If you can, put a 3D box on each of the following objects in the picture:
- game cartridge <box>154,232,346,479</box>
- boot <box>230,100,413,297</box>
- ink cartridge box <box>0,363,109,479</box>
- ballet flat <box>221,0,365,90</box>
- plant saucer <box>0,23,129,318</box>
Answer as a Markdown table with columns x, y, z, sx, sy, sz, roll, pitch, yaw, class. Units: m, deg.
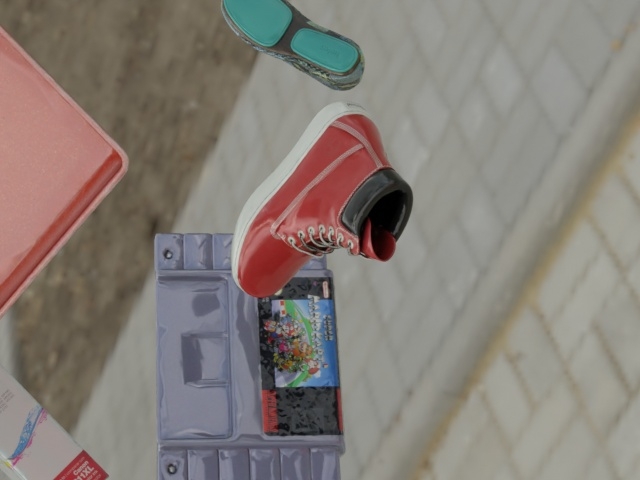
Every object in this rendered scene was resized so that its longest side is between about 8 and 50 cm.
| x | y | z | sx | sy | sz | roll | pitch | yaw | class |
| --- | --- | --- | --- | --- | --- | --- | --- | --- | --- |
| -0.090 | 0.151 | 2.208 | 0.068 | 0.230 | 0.355 | 93 | 174 | -61 | game cartridge |
| 0.000 | 0.000 | 1.840 | 0.244 | 0.088 | 0.176 | -56 | 40 | 27 | boot |
| -0.324 | 0.221 | 1.965 | 0.072 | 0.175 | 0.127 | -44 | 6 | -16 | ink cartridge box |
| -0.030 | -0.219 | 1.985 | 0.188 | 0.070 | 0.070 | 35 | 112 | 22 | ballet flat |
| -0.300 | -0.075 | 1.426 | 0.259 | 0.258 | 0.048 | -46 | -2 | 29 | plant saucer |
